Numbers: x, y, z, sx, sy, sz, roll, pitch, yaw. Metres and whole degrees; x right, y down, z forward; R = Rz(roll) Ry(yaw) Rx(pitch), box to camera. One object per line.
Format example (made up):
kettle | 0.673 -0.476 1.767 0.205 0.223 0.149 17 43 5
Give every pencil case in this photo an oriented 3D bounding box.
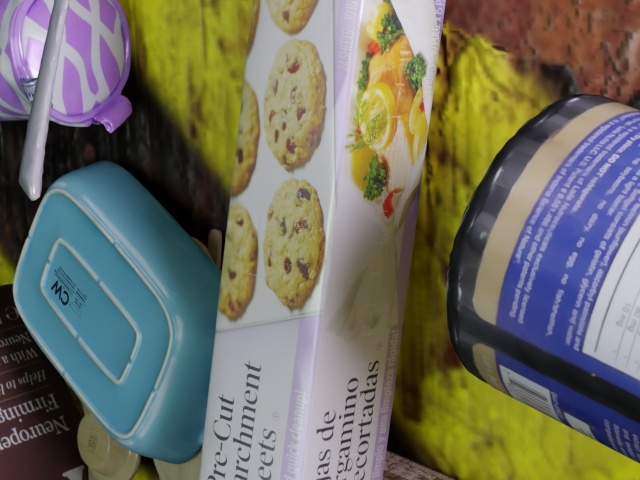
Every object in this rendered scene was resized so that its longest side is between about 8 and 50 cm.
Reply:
pencil case | -0.191 -0.099 0.852 0.206 0.086 0.088 4 137 42

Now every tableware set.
tableware set | -0.098 0.071 0.841 0.169 0.020 0.141 -9 84 47

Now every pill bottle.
pill bottle | 0.163 0.037 0.547 0.219 0.123 0.123 27 118 33

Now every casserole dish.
casserole dish | -0.109 0.036 0.811 0.188 0.037 0.114 45 121 38

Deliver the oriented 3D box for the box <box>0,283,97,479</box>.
box | -0.240 0.159 0.900 0.167 0.168 0.203 -32 80 41

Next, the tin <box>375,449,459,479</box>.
tin | 0.030 0.155 0.753 0.190 0.040 0.106 20 118 37

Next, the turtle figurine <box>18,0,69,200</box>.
turtle figurine | -0.121 -0.220 0.636 0.275 0.198 0.266 -40 50 16

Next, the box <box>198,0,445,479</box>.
box | 0.000 0.000 0.693 0.067 0.063 0.324 17 104 39
